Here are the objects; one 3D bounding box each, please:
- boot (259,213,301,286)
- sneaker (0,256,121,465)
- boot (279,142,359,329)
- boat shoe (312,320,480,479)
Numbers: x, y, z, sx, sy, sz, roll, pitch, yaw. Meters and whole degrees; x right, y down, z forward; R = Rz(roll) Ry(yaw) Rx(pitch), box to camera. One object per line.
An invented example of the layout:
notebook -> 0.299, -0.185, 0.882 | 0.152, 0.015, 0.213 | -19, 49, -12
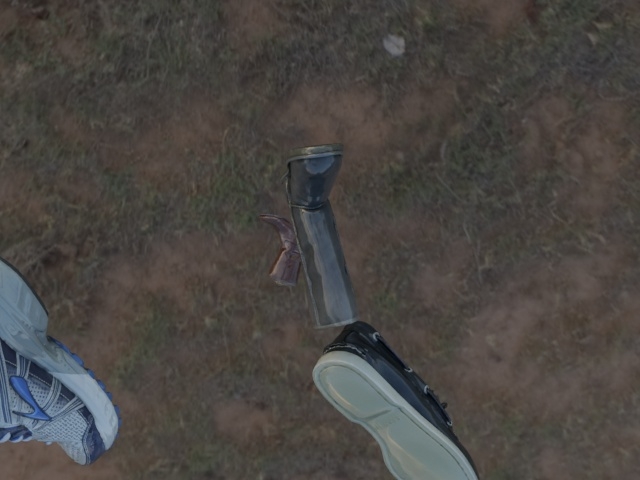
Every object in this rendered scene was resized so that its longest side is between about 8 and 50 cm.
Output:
boot -> -0.076, 0.018, 1.544 | 0.106, 0.037, 0.114 | 20, 82, 2
sneaker -> -0.131, 0.059, 0.359 | 0.058, 0.052, 0.135 | -49, 140, -26
boot -> 0.002, 0.000, 1.049 | 0.076, 0.189, 0.208 | -6, 82, -7
boat shoe -> 0.124, 0.244, 1.239 | 0.127, 0.113, 0.340 | -29, 114, 39
